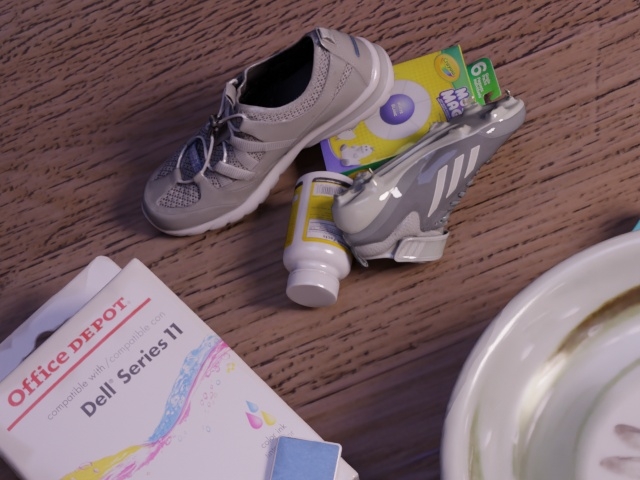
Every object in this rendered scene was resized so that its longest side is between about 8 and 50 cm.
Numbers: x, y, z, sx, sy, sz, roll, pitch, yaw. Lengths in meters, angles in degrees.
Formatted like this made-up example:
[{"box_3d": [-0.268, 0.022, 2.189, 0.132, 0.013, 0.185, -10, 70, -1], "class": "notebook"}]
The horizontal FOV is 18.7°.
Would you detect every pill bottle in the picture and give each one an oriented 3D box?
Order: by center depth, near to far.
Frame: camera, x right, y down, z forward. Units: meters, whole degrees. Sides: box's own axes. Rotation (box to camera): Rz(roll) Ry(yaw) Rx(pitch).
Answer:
[{"box_3d": [0.000, 0.000, 1.793, 0.065, 0.065, 0.116, 1, 61, 17], "class": "pill bottle"}]

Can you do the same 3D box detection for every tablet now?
[{"box_3d": [-0.016, 0.201, 1.577, 0.054, 0.006, 0.083, 8, 71, 9], "class": "tablet"}]

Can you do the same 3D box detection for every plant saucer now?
[{"box_3d": [0.297, 0.173, 1.505, 0.401, 0.100, 0.400, -9, 54, 13], "class": "plant saucer"}]

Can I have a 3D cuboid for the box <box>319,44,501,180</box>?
[{"box_3d": [0.086, -0.118, 1.851, 0.179, 0.043, 0.105, -17, 58, 4], "class": "box"}]

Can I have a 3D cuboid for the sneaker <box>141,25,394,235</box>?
[{"box_3d": [-0.072, -0.114, 1.824, 0.281, 0.115, 0.105, -38, 52, 17], "class": "sneaker"}]

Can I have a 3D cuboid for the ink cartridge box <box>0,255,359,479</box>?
[{"box_3d": [-0.155, 0.166, 1.674, 0.207, 0.119, 0.353, -44, 70, -11], "class": "ink cartridge box"}]

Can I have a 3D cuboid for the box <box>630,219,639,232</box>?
[{"box_3d": [0.277, 0.076, 1.673, 0.100, 0.060, 0.244, 28, 71, 28], "class": "box"}]

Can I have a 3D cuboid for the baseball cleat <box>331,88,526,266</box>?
[{"box_3d": [0.110, -0.049, 1.776, 0.206, 0.109, 0.072, -30, 19, -3], "class": "baseball cleat"}]
